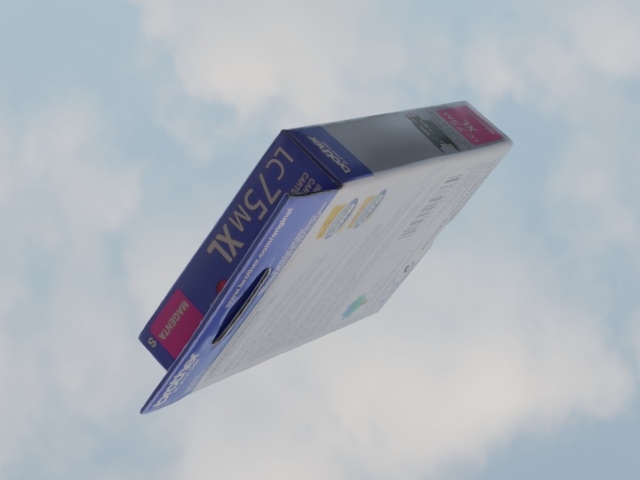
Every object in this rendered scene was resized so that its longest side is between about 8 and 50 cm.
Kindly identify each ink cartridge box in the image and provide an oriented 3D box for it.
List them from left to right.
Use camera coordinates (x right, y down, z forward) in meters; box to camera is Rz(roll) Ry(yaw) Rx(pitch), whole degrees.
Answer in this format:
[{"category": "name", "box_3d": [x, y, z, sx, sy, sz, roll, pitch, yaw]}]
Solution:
[{"category": "ink cartridge box", "box_3d": [0.000, 0.000, 0.857, 0.065, 0.186, 0.311, 44, -152, 14]}]
